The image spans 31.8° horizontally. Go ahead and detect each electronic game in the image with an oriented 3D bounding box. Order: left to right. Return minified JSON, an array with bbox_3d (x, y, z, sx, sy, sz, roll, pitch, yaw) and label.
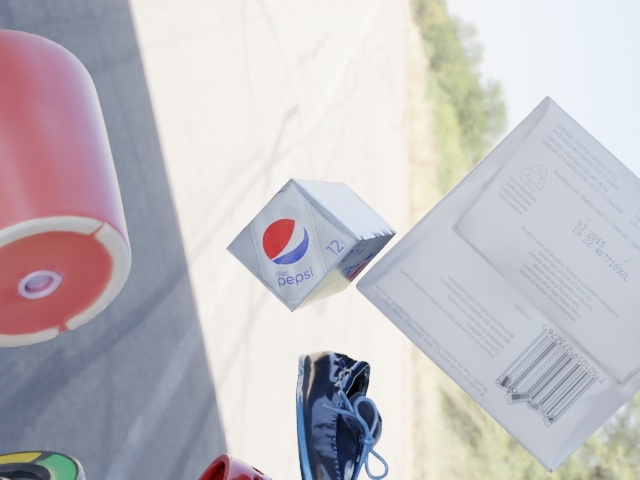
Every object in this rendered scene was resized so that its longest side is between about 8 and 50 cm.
[{"bbox_3d":[-0.365,0.281,1.194,0.229,0.229,0.048,-71,151,-76],"label":"electronic game"}]

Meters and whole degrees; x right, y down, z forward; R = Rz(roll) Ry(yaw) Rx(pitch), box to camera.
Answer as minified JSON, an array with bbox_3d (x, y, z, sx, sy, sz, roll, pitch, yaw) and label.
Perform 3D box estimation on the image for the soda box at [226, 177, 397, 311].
[{"bbox_3d":[0.000,0.000,1.174,0.091,0.098,0.286,44,10,7],"label":"soda box"}]

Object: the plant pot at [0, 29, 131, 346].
[{"bbox_3d":[-0.330,-0.040,1.179,0.243,0.275,0.275,59,-5,33],"label":"plant pot"}]

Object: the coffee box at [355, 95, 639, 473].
[{"bbox_3d":[0.298,0.050,1.511,0.337,0.338,0.334,44,7,5],"label":"coffee box"}]

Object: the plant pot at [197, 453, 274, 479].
[{"bbox_3d":[-0.099,0.405,1.484,0.174,0.191,0.191,32,15,-10],"label":"plant pot"}]

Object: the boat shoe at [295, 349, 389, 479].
[{"bbox_3d":[0.021,0.177,1.121,0.258,0.089,0.109,-91,178,-60],"label":"boat shoe"}]
